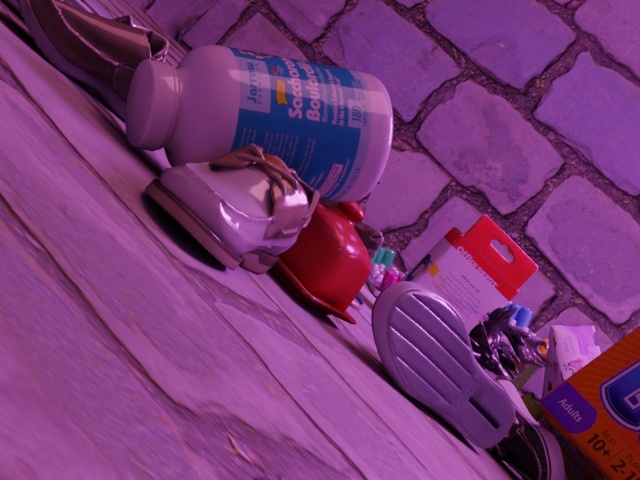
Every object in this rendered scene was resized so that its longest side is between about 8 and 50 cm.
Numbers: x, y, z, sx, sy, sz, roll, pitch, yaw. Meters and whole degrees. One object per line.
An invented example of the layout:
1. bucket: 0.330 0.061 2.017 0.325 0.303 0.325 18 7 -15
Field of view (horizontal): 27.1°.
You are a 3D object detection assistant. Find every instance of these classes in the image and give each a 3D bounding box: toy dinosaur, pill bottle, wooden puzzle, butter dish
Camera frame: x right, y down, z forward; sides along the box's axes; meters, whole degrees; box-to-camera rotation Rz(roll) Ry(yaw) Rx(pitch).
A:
1. toy dinosaur: 0.027 -0.032 2.155 0.121 0.160 0.313 19 -4 -9
2. pill bottle: -0.067 -0.125 1.404 0.264 0.146 0.146 6 23 -26
3. wooden puzzle: 0.023 0.063 1.872 0.116 0.014 0.078 42 9 -29
4. butter dish: 0.000 0.000 1.500 0.160 0.118 0.160 47 4 26

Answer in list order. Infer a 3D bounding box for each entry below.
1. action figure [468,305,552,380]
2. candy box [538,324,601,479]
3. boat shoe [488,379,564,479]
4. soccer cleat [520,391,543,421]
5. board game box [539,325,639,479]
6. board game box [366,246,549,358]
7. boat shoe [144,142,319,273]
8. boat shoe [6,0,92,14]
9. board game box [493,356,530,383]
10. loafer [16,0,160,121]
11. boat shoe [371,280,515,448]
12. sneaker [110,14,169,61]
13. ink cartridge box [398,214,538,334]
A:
1. action figure: 0.258 0.187 1.963 0.141 0.164 0.276 40 -3 14
2. candy box: 0.378 0.252 1.993 0.165 0.070 0.196 -87 178 -55
3. boat shoe: 0.251 0.263 1.770 0.070 0.078 0.219 5 26 -23
4. soccer cleat: 0.297 0.285 2.065 0.060 0.072 0.179 45 -18 11
5. board game box: 0.566 0.313 1.757 0.356 0.356 0.356 48 -10 44
6. board game box: 0.266 0.119 2.535 0.390 0.050 0.390 23 7 -8
7. boat shoe: -0.075 -0.040 1.242 0.113 0.103 0.302 45 4 7
8. boat shoe: -0.332 -0.299 1.521 0.228 0.080 0.076 45 -2 -6
9. board game box: 0.389 0.271 2.652 0.039 0.124 0.259 44 3 13
10. loafer: -0.234 -0.214 1.444 0.251 0.087 0.094 41 17 -50
11. boat shoe: 0.128 0.148 1.572 0.094 0.109 0.302 26 -20 46
12. sneaker: -0.220 -0.222 1.672 0.192 0.086 0.064 36 35 -54
13. ink cartridge box: 0.215 0.076 2.103 0.134 0.231 0.078 44 4 -10
